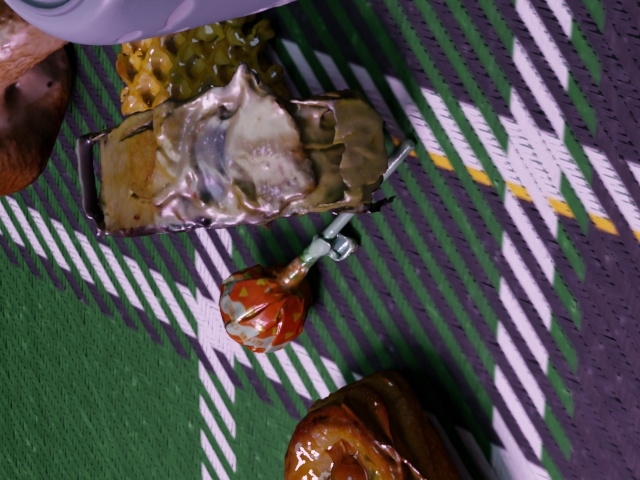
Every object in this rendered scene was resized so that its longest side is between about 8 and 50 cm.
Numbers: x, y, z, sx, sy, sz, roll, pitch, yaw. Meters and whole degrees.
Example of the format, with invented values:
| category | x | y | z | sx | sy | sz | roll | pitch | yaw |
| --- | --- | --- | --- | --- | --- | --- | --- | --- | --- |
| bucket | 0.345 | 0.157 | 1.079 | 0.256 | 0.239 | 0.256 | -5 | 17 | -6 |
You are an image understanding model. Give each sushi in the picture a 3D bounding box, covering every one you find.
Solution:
| category | x | y | z | sx | sy | sz | roll | pitch | yaw |
| --- | --- | --- | --- | --- | --- | --- | --- | --- | --- |
| sushi | -0.076 | -0.078 | 1.508 | 0.291 | 0.131 | 0.139 | -5 | 95 | 33 |

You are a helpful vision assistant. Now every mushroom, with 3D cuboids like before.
| category | x | y | z | sx | sy | sz | roll | pitch | yaw |
| --- | --- | --- | --- | --- | --- | --- | --- | --- | --- |
| mushroom | -0.357 | -0.194 | 1.729 | 0.267 | 0.267 | 0.254 | 44 | 136 | 25 |

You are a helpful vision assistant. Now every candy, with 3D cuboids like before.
| category | x | y | z | sx | sy | sz | roll | pitch | yaw |
| --- | --- | --- | --- | --- | --- | --- | --- | --- | --- |
| candy | 0.000 | -0.001 | 1.572 | 0.288 | 0.078 | 0.084 | -49 | 50 | 38 |

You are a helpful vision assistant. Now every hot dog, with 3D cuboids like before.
| category | x | y | z | sx | sy | sz | roll | pitch | yaw |
| --- | --- | --- | --- | --- | --- | --- | --- | --- | --- |
| hot dog | 0.070 | 0.256 | 1.566 | 0.196 | 0.122 | 0.272 | -26 | 86 | 50 |

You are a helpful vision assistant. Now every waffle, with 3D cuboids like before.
| category | x | y | z | sx | sy | sz | roll | pitch | yaw |
| --- | --- | --- | --- | --- | --- | --- | --- | --- | --- |
| waffle | -0.115 | -0.148 | 1.633 | 0.228 | 0.051 | 0.232 | 5 | 111 | 50 |

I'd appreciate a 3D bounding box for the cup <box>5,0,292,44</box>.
| category | x | y | z | sx | sy | sz | roll | pitch | yaw |
| --- | --- | --- | --- | --- | --- | --- | --- | --- | --- |
| cup | -0.103 | -0.319 | 1.357 | 0.259 | 0.274 | 0.357 | 53 | 140 | 15 |
